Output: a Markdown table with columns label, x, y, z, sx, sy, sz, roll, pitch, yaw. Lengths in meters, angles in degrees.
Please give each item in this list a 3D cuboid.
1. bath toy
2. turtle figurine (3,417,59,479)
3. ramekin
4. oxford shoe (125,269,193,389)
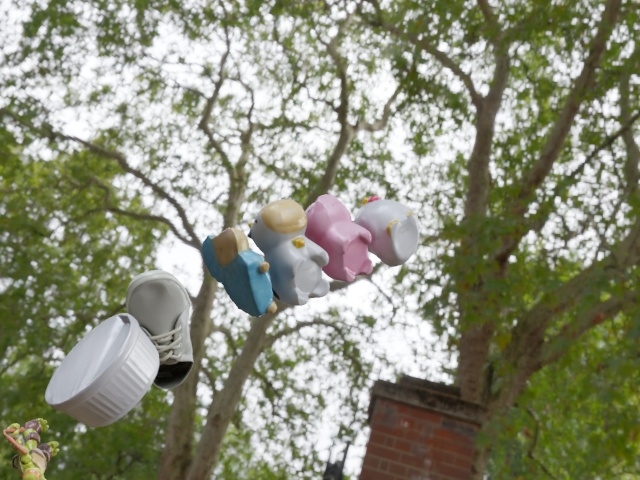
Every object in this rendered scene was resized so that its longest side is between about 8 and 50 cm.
| label | x | y | z | sx | sy | sz | roll | pitch | yaw |
| --- | --- | --- | --- | --- | --- | --- | --- | --- | --- |
| bath toy | 0.000 | 0.000 | 1.098 | 0.129 | 0.348 | 0.152 | 14 | -68 | 47 |
| turtle figurine | -0.653 | 0.519 | 1.681 | 0.270 | 0.087 | 0.217 | 58 | -7 | -18 |
| ramekin | -0.499 | 0.312 | 1.706 | 0.272 | 0.273 | 0.127 | -14 | -54 | 45 |
| oxford shoe | -0.424 | 0.252 | 1.978 | 0.169 | 0.130 | 0.449 | -12 | -43 | -16 |
